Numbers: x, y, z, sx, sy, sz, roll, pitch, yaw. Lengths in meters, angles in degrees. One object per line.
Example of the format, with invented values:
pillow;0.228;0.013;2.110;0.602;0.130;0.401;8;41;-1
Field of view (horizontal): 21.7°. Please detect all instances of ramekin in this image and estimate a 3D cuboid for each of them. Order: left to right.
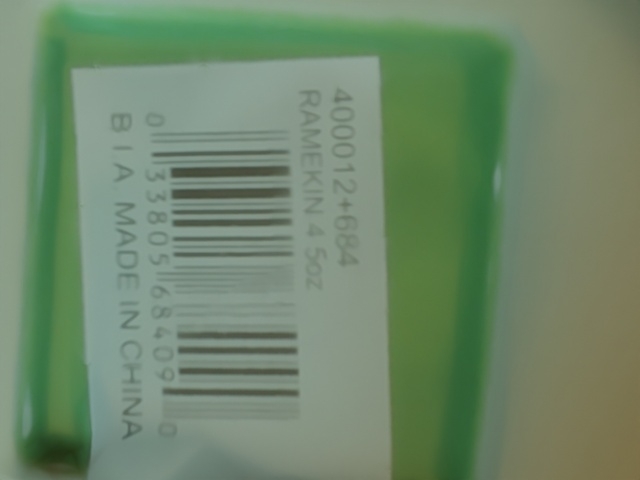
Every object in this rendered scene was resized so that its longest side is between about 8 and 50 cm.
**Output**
ramekin;0.000;0.000;0.504;0.303;0.148;0.303;2;96;15
